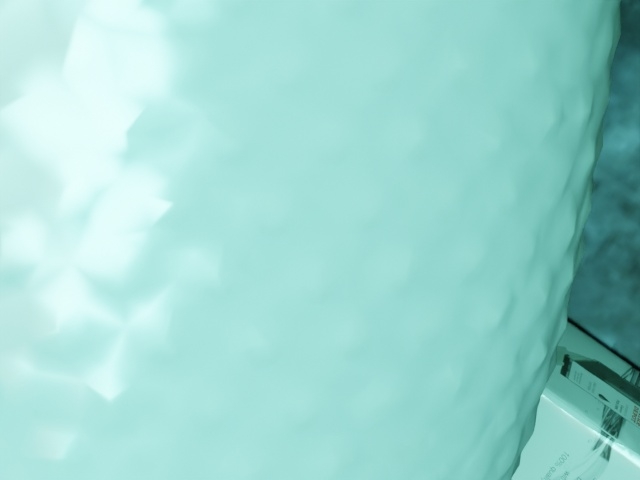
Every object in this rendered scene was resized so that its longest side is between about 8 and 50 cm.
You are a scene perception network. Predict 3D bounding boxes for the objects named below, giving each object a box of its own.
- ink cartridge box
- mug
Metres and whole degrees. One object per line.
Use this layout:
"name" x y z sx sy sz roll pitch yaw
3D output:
"ink cartridge box" 0.096 0.093 0.769 0.135 0.056 0.099 36 126 6
"mug" -0.102 -0.011 0.545 0.374 0.276 0.328 0 106 -20
